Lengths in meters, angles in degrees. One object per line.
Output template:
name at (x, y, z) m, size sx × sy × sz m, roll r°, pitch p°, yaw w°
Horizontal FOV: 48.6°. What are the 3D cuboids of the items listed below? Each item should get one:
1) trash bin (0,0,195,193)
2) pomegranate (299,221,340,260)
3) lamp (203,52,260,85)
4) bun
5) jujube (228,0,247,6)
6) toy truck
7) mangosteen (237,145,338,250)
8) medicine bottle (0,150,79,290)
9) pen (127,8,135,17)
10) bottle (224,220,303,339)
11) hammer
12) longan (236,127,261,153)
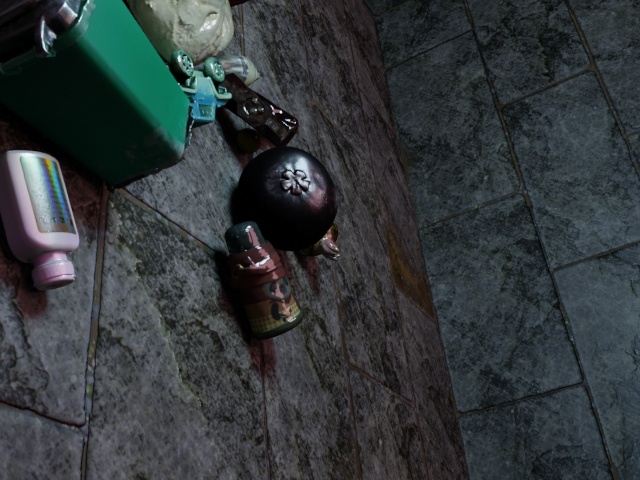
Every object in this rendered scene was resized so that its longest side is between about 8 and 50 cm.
trash bin at (-0.407, -0.278, 1.237) m, size 0.381 × 0.259 × 0.295 m, roll 50°, pitch 28°, yaw -45°
pomegranate at (-0.003, -0.011, 2.061) m, size 0.138 × 0.163 × 0.126 m, roll -26°, pitch 117°, yaw -28°
lamp at (-0.248, -0.476, 1.991) m, size 0.250 × 0.101 × 0.101 m, roll -15°, pitch 84°, yaw -65°
bun at (-0.333, -0.609, 1.711) m, size 0.359 × 0.211 × 0.360 m, roll -18°, pitch 90°, yaw -78°
jujube at (-0.322, -0.820, 1.953) m, size 0.377 × 0.258 × 0.258 m, roll 55°, pitch 22°, yaw 3°
toy truck at (-0.325, -0.335, 1.620) m, size 0.279 × 0.155 × 0.156 m, roll -19°, pitch 97°, yaw -69°
mangosteen at (-0.092, -0.096, 1.861) m, size 0.302 × 0.275 × 0.275 m, roll 118°, pitch -41°, yaw -70°
medicine bottle at (-0.451, -0.032, 1.137) m, size 0.115 × 0.078 × 0.219 m, roll 5°, pitch 66°, yaw -68°
pen at (-0.456, -0.519, 1.644) m, size 0.026 × 0.026 × 0.218 m, roll 60°, pitch 23°, yaw -20°
bottle at (-0.149, 0.090, 1.656) m, size 0.156 × 0.143 × 0.271 m, roll -140°, pitch -151°, yaw -82°
hammer at (-0.148, -0.351, 2.051) m, size 0.242 × 0.095 × 0.409 m, roll 36°, pitch 7°, yaw 8°
longan at (-0.204, -0.279, 1.973) m, size 0.083 × 0.075 × 0.075 m, roll 31°, pitch -10°, yaw 44°
